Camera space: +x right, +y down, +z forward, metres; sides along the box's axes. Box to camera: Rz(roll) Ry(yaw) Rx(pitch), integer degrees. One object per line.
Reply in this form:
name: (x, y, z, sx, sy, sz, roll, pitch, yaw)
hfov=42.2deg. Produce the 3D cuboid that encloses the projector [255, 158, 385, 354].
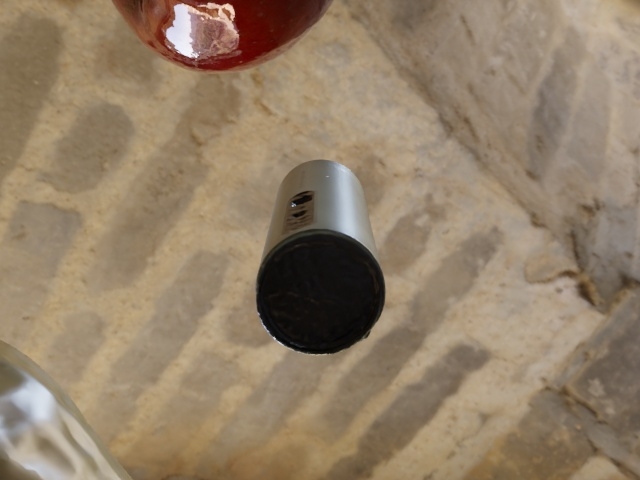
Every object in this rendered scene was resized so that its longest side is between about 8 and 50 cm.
projector: (0.000, 0.000, 0.807, 0.108, 0.108, 0.337, -58, 8, 13)

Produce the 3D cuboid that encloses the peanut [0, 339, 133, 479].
peanut: (-0.150, 0.165, 0.415, 0.158, 0.340, 0.174, -46, -7, -42)

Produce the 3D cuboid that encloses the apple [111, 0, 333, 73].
apple: (-0.093, -0.291, 0.760, 0.217, 0.260, 0.260, -32, -16, -20)
